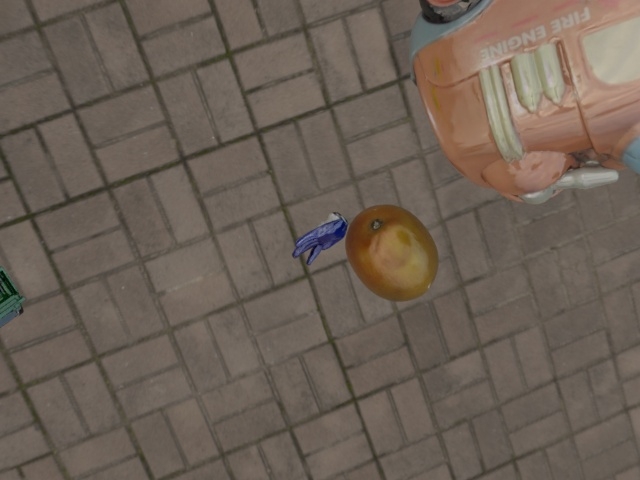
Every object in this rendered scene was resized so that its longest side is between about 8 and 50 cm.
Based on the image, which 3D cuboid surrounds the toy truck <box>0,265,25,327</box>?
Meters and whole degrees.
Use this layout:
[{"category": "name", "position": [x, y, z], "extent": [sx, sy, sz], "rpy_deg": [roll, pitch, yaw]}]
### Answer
[{"category": "toy truck", "position": [-0.455, 0.080, 0.775], "extent": [0.065, 0.147, 0.079], "rpy_deg": [-46, 123, -41]}]

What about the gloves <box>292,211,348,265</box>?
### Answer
[{"category": "gloves", "position": [0.000, 0.000, 0.787], "extent": [0.086, 0.064, 0.026], "rpy_deg": [-37, 62, -3]}]

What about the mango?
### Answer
[{"category": "mango", "position": [0.104, 0.023, 0.893], "extent": [0.120, 0.221, 0.152], "rpy_deg": [-34, 83, -4]}]

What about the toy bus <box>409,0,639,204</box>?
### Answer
[{"category": "toy bus", "position": [0.227, -0.157, 0.545], "extent": [0.287, 0.194, 0.232], "rpy_deg": [-13, 70, 30]}]
